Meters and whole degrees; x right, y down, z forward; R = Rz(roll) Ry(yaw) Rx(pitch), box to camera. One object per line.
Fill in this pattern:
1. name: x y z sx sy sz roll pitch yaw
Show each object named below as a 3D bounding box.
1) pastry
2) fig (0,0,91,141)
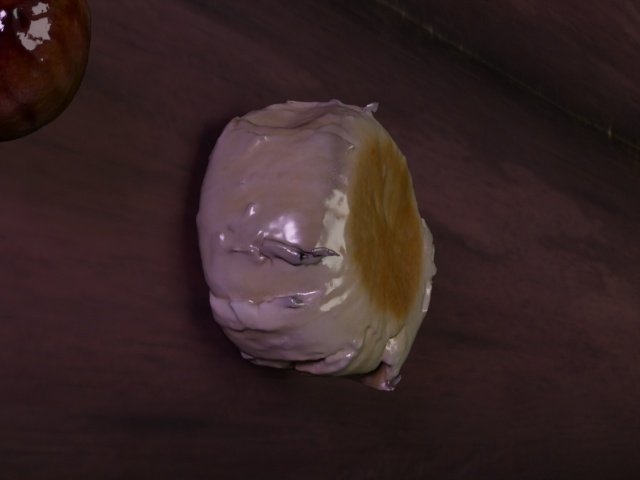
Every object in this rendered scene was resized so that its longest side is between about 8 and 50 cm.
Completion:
1. pastry: 0.000 0.000 0.938 0.166 0.088 0.166 10 79 -62
2. fig: -0.128 -0.071 0.710 0.125 0.089 0.089 60 34 -63
